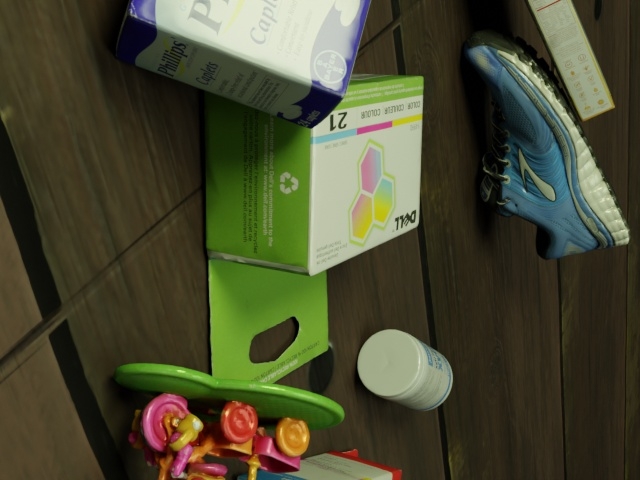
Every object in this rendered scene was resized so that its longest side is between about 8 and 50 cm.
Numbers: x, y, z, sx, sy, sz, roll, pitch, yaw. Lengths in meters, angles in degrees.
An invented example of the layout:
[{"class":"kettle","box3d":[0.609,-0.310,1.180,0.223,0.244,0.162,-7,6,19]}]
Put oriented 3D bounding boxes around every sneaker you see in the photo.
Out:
[{"class":"sneaker","box3d":[0.247,-0.100,1.149,0.330,0.147,0.129,57,19,-24]}]

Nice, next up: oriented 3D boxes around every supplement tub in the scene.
[{"class":"supplement tub","box3d":[0.089,0.136,0.991,0.107,0.071,0.071,35,67,-60]}]

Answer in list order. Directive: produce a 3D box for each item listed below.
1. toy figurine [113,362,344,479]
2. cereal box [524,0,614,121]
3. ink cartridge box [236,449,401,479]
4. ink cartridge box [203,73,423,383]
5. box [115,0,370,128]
[{"class":"toy figurine","box3d":[-0.071,0.179,0.631,0.173,0.130,0.159,26,60,-38]},{"class":"cereal box","box3d":[0.259,-0.275,1.092,0.240,0.047,0.173,53,22,-34]},{"class":"ink cartridge box","box3d":[0.005,0.271,0.865,0.231,0.078,0.134,9,89,-62]},{"class":"ink cartridge box","box3d":[0.000,0.000,0.763,0.189,0.097,0.255,-23,116,-58]},{"class":"box","box3d":[-0.041,-0.156,0.593,0.072,0.137,0.126,151,-45,-72]}]
